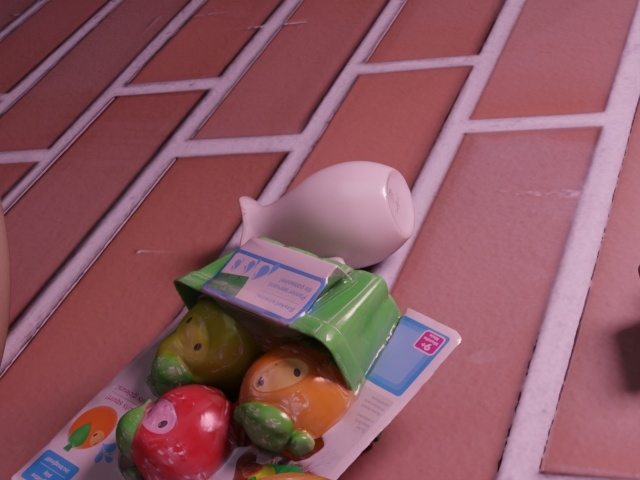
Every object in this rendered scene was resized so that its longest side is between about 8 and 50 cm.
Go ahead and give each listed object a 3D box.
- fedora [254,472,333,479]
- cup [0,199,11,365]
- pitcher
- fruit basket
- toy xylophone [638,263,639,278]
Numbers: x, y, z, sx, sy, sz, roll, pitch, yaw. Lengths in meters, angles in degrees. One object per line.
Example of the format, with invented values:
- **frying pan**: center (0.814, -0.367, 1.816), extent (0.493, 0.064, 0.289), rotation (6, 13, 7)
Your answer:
- **fedora**: center (-0.035, 0.283, 0.964), extent (0.194, 0.194, 0.079), rotation (-35, 1, -27)
- **cup**: center (-0.492, 0.077, 1.395), extent (0.331, 0.237, 0.331), rotation (-13, 31, 8)
- **pitcher**: center (0.000, 0.000, 1.418), extent (0.207, 0.125, 0.177), rotation (-14, 50, 25)
- **fruit basket**: center (-0.092, 0.152, 1.161), extent (0.327, 0.165, 0.353), rotation (19, 49, 44)
- **toy xylophone**: center (0.465, 0.034, 1.158), extent (0.323, 0.081, 0.236), rotation (-13, 31, 5)
